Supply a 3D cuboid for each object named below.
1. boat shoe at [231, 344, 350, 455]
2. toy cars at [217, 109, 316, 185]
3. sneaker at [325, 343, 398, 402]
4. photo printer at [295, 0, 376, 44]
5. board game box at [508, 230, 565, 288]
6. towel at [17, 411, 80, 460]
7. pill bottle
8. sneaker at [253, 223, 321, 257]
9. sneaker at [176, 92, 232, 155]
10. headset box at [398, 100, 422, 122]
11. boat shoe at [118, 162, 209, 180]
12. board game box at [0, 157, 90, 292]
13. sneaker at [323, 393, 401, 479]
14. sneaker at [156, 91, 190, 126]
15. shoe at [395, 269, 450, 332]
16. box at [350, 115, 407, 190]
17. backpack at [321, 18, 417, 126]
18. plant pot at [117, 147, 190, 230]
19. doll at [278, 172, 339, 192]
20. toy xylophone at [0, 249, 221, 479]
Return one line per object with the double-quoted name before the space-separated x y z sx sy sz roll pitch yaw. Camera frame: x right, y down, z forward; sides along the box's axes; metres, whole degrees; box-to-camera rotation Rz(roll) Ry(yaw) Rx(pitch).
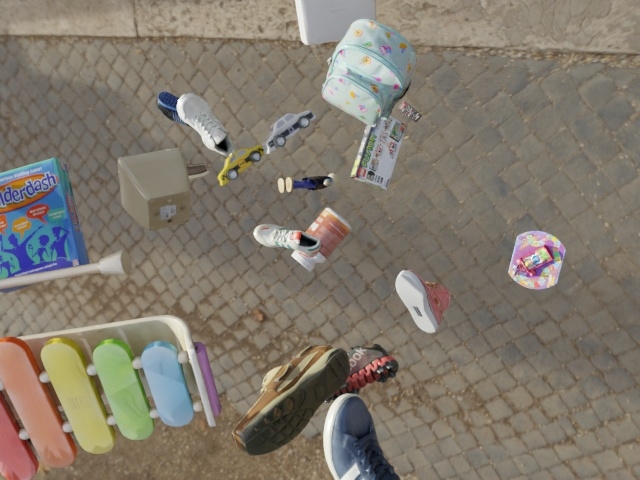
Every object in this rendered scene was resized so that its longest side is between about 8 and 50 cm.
"boat shoe" -0.071 0.344 1.167 0.120 0.324 0.123 16 124 41
"toy cars" -0.189 -0.303 1.625 0.393 0.176 0.087 -28 107 30
"sneaker" 0.101 0.411 1.643 0.276 0.135 0.098 -23 134 -7
"photo printer" 0.045 -0.775 1.602 0.256 0.107 0.307 -11 143 -1
"board game box" 0.609 0.059 1.473 0.133 0.033 0.169 16 106 28
"towel" -0.510 0.211 0.748 0.312 0.324 0.056 19 74 37
"pill bottle" 0.000 0.000 1.844 0.121 0.121 0.216 40 86 9
"sneaker" -0.073 -0.009 1.205 0.161 0.057 0.075 18 158 -7
"sneaker" -0.326 -0.339 1.536 0.090 0.232 0.115 -48 52 -5
"headset box" 0.295 -0.428 1.726 0.083 0.062 0.032 41 109 4
"boat shoe" -0.526 -0.229 1.774 0.116 0.324 0.097 -13 98 49
"board game box" -0.527 -0.028 0.949 0.160 0.047 0.210 -18 81 -3
"sneaker" 0.113 0.463 0.979 0.148 0.131 0.350 -14 90 49
"sneaker" -0.534 -0.493 2.044 0.232 0.081 0.090 31 154 -14
"shoe" 0.216 0.107 1.084 0.063 0.081 0.178 8 139 43
"box" 0.169 -0.260 1.502 0.114 0.036 0.207 21 84 -24
"backpack" 0.095 -0.328 1.023 0.166 0.144 0.188 32 159 0
"plant pot" -0.275 -0.080 0.897 0.096 0.109 0.109 52 144 32
"doll" -0.021 -0.164 1.482 0.129 0.189 0.046 3 100 51
"toy xylophone" -0.284 0.145 0.591 0.322 0.081 0.236 -16 115 2
